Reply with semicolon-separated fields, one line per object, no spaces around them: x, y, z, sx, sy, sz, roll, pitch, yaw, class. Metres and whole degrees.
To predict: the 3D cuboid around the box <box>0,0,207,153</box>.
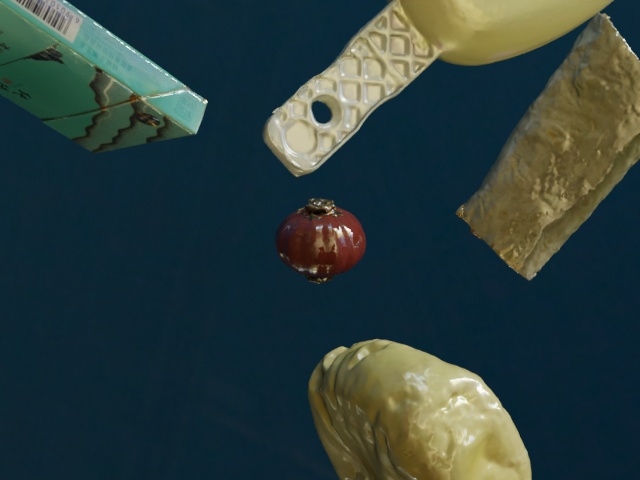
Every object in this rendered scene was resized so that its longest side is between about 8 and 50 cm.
-0.230;-0.151;1.003;0.229;0.162;0.041;34;-115;-37;box

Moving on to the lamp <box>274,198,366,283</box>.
0.000;0.000;1.296;0.101;0.101;0.090;1;-71;-8;lamp

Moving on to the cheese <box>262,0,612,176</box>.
0.066;-0.126;0.627;0.251;0.054;0.127;-45;-80;-15;cheese

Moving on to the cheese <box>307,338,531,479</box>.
0.083;0.187;1.091;0.117;0.214;0.226;-39;-70;-27;cheese

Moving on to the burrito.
0.288;-0.100;1.366;0.143;0.105;0.299;33;-78;-8;burrito
